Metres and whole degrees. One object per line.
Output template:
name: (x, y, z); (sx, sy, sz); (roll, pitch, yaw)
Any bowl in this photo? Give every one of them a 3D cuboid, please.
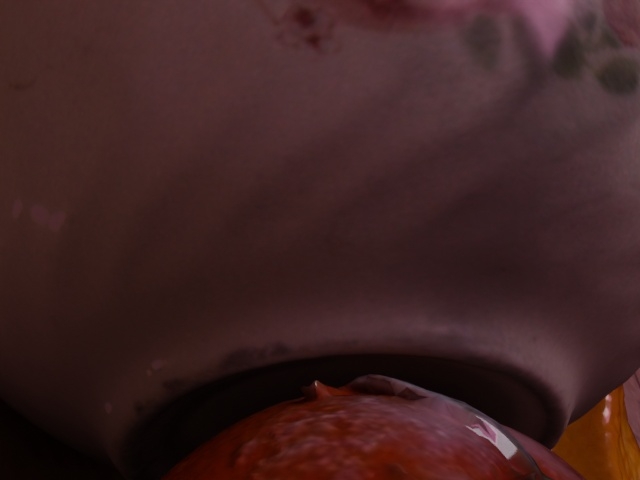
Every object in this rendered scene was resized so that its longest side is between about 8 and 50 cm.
bowl: (0.000, 0.000, 0.522); (0.277, 0.277, 0.145); (29, 47, -45)

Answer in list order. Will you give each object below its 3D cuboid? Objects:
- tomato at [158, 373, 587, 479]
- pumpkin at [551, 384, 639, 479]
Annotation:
tomato: (0.028, 0.150, 0.409); (0.232, 0.188, 0.232); (41, 6, -5)
pumpkin: (0.195, 0.207, 0.789); (0.290, 0.095, 0.258); (48, 16, -17)
